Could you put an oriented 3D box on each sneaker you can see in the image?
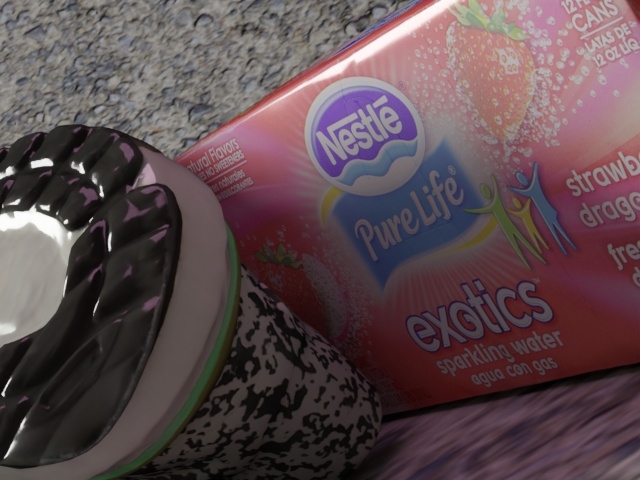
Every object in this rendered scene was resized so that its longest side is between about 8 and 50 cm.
[{"bbox_3d":[-0.128,0.051,0.704,0.410,0.182,0.158,11,72,54],"label":"sneaker"}]

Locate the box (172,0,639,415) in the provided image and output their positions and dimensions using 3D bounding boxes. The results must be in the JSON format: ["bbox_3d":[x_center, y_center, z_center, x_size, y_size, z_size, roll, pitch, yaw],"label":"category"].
[{"bbox_3d":[0.086,-0.040,0.605,0.154,0.142,0.300,-37,7,-30],"label":"box"}]
